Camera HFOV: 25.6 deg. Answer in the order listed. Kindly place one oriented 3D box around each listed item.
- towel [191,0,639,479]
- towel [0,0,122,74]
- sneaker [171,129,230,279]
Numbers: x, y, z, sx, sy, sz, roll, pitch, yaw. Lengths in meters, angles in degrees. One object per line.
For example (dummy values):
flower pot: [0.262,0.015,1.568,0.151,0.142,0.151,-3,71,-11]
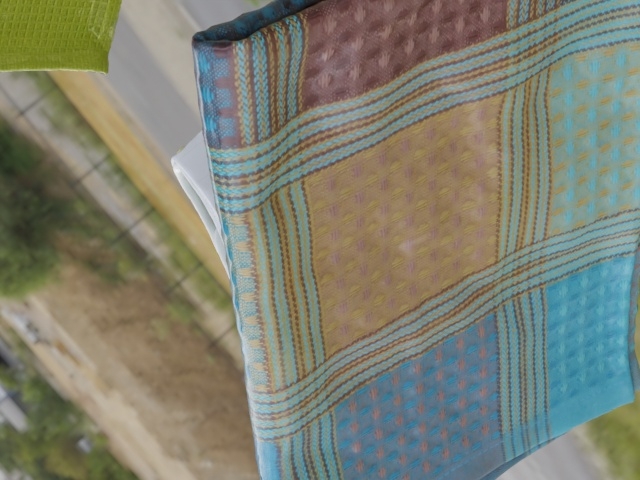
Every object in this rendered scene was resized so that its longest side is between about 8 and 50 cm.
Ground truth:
towel: [0.074,0.009,0.745,0.040,0.271,0.370,41,148,42]
towel: [-0.169,-0.104,0.516,0.021,0.237,0.102,43,125,35]
sneaker: [0.000,0.000,1.222,0.292,0.169,0.108,48,169,-7]
